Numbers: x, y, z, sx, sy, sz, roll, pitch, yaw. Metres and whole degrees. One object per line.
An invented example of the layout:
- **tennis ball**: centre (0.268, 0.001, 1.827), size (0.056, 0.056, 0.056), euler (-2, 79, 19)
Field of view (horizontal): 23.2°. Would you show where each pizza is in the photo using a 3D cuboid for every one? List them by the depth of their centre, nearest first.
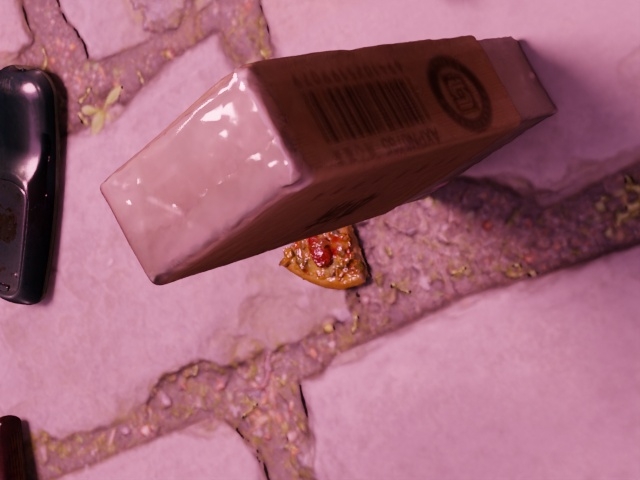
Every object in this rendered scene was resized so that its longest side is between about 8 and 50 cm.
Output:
- **pizza**: centre (0.000, 0.001, 1.248), size (0.083, 0.025, 0.078), euler (10, 106, 35)

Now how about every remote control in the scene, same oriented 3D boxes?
- **remote control**: centre (-0.273, -0.049, 1.424), size (0.072, 0.042, 0.222), euler (13, 106, 31)

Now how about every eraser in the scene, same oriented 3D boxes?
- **eraser**: centre (0.019, -0.062, 1.025), size (0.144, 0.343, 0.078), euler (-34, 80, 34)

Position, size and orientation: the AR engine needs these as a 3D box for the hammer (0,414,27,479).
- **hammer**: centre (-0.296, 0.372, 1.492), size (0.242, 0.095, 0.409), euler (-8, 91, 37)
